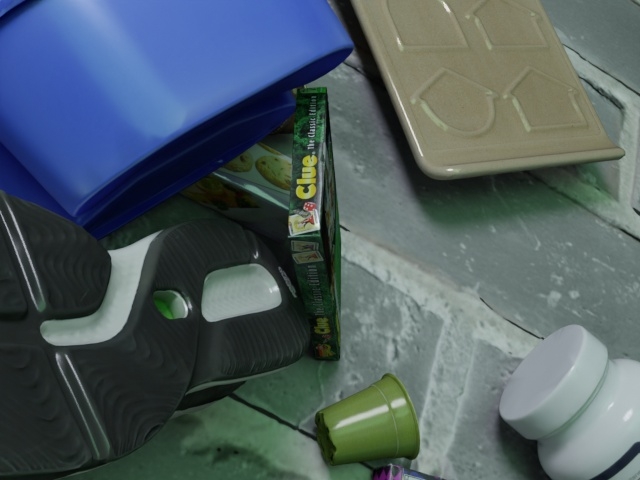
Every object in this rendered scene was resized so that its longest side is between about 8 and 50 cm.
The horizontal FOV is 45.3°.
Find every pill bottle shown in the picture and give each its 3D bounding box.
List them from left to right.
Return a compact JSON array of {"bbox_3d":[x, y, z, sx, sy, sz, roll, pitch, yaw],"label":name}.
[{"bbox_3d":[0.322,0.217,0.782,0.264,0.153,0.153,41,54,-2],"label":"pill bottle"}]

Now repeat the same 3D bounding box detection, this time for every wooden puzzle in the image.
[{"bbox_3d":[0.197,-0.222,1.002,0.322,0.080,0.348,-8,64,-30],"label":"wooden puzzle"}]

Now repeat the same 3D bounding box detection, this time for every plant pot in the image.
[{"bbox_3d":[0.039,0.174,0.716,0.079,0.083,0.083,-11,70,-18],"label":"plant pot"}]

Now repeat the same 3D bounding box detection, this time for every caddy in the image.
[{"bbox_3d":[-0.143,-0.140,0.609,0.341,0.241,0.179,-36,93,-33],"label":"caddy"}]

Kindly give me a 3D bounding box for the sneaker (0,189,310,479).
[{"bbox_3d":[-0.209,0.104,0.479,0.447,0.257,0.169,6,52,-62],"label":"sneaker"}]

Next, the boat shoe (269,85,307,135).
[{"bbox_3d":[-0.061,-0.232,0.874,0.095,0.095,0.258,10,66,-38],"label":"boat shoe"}]

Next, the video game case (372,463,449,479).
[{"bbox_3d":[0.133,0.342,0.690,0.210,0.042,0.232,21,57,-17],"label":"video game case"}]

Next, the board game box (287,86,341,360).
[{"bbox_3d":[0.000,0.000,0.681,0.030,0.260,0.136,-2,61,3],"label":"board game box"}]

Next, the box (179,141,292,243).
[{"bbox_3d":[-0.157,-0.101,0.763,0.323,0.063,0.067,28,56,-12],"label":"box"}]
